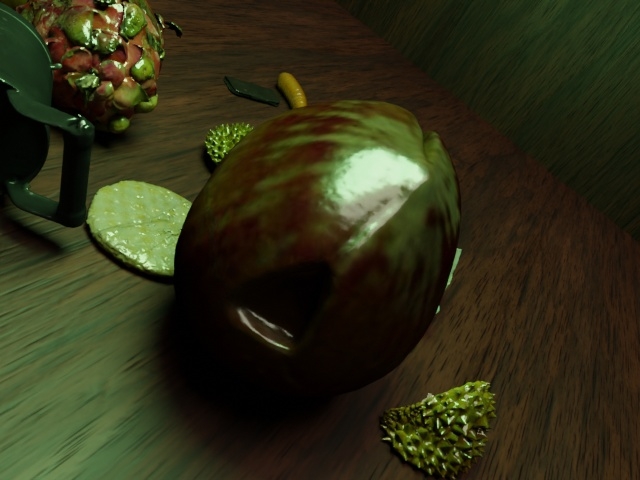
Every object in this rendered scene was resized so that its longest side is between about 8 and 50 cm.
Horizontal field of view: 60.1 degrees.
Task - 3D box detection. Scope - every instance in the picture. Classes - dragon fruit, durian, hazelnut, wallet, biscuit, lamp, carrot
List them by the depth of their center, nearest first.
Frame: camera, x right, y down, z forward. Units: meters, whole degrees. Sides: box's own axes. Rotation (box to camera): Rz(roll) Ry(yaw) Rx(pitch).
[{"bbox_3d":[-0.471,-0.204,0.767,0.373,0.205,0.272,16,39,-11],"label":"lamp"},{"bbox_3d":[0.012,0.017,0.779,0.402,0.402,0.429,37,46,2],"label":"hazelnut"},{"bbox_3d":[0.199,0.289,0.884,0.132,0.165,0.182,11,-21,46],"label":"durian"},{"bbox_3d":[-0.265,-0.022,0.897,0.219,0.033,0.220,24,34,-17],"label":"biscuit"},{"bbox_3d":[-0.393,-0.331,0.989,0.269,0.250,0.291,40,27,-71],"label":"dragon fruit"},{"bbox_3d":[-0.161,-0.173,1.140,0.146,0.102,0.208,13,42,-43],"label":"durian"},{"bbox_3d":[-0.183,-0.406,1.503,0.156,0.018,0.082,3,44,-42],"label":"wallet"},{"bbox_3d":[-0.066,-0.390,1.564,0.066,0.062,0.271,50,14,-54],"label":"carrot"}]

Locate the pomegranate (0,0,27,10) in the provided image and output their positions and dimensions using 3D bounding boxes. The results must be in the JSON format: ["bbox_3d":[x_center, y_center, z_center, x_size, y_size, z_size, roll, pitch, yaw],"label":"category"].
[{"bbox_3d":[-0.594,-0.574,1.104,0.264,0.264,0.264,25,33,-17],"label":"pomegranate"}]

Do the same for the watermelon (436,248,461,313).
[{"bbox_3d":[0.158,0.050,1.090,0.260,0.176,0.256,29,31,-41],"label":"watermelon"}]
